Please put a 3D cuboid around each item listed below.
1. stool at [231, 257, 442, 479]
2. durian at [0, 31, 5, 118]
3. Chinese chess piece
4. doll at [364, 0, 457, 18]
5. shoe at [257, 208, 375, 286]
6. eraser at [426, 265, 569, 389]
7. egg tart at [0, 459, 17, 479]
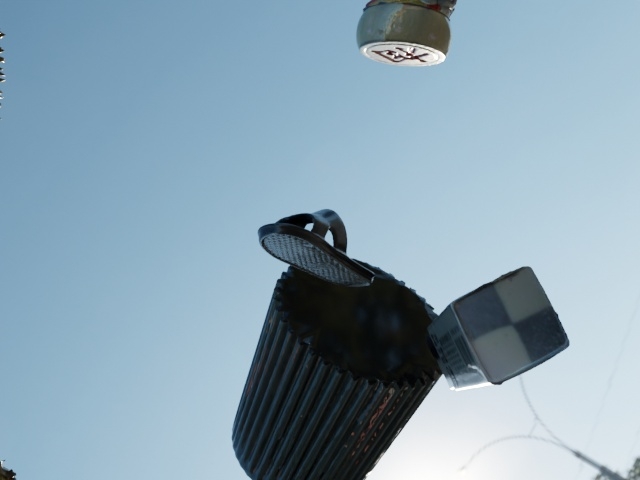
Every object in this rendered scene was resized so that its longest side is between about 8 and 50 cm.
[{"bbox_3d":[0.013,0.242,1.307,0.297,0.297,0.330,-13,-42,-45],"label":"stool"},{"bbox_3d":[-0.414,-0.216,0.678,0.306,0.172,0.167,26,-107,-50],"label":"durian"},{"bbox_3d":[0.105,-0.258,1.001,0.122,0.122,0.051,12,-95,-52],"label":"Chinese chess piece"},{"bbox_3d":[0.155,-0.332,1.079,0.109,0.169,0.057,30,-135,-32],"label":"doll"},{"bbox_3d":[0.000,0.000,0.730,0.159,0.062,0.053,35,-120,-49],"label":"shoe"},{"bbox_3d":[0.198,0.122,0.964,0.096,0.098,0.404,-25,-12,-1],"label":"eraser"},{"bbox_3d":[-0.469,0.367,1.050,0.212,0.090,0.213,-10,-90,-66],"label":"egg tart"}]
